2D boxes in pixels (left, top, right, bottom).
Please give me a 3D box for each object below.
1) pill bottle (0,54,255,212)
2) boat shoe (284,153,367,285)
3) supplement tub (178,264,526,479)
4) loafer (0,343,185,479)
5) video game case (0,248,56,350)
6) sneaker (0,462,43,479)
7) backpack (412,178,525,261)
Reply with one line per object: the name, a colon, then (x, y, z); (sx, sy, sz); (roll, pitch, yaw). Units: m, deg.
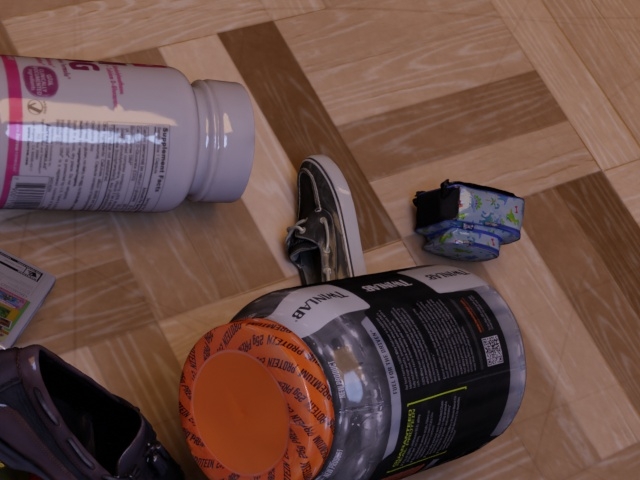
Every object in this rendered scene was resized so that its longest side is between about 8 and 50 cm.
pill bottle: (-0.224, -0.111, 1.545); (0.283, 0.160, 0.160); (1, 60, -23)
boat shoe: (0.000, 0.000, 1.623); (0.070, 0.078, 0.219); (-2, 63, -26)
supplement tub: (0.035, 0.139, 1.413); (0.338, 0.207, 0.207); (-7, 61, -51)
loafer: (-0.204, 0.181, 1.313); (0.302, 0.095, 0.109); (41, 31, -46)
video game case: (-0.379, 0.029, 1.413); (0.212, 0.023, 0.193); (28, 19, -6)
sneaker: (-0.326, 0.146, 1.365); (0.107, 0.118, 0.279); (-23, 71, -33)
backpack: (0.177, -0.019, 1.699); (0.114, 0.105, 0.084); (7, 80, -20)
